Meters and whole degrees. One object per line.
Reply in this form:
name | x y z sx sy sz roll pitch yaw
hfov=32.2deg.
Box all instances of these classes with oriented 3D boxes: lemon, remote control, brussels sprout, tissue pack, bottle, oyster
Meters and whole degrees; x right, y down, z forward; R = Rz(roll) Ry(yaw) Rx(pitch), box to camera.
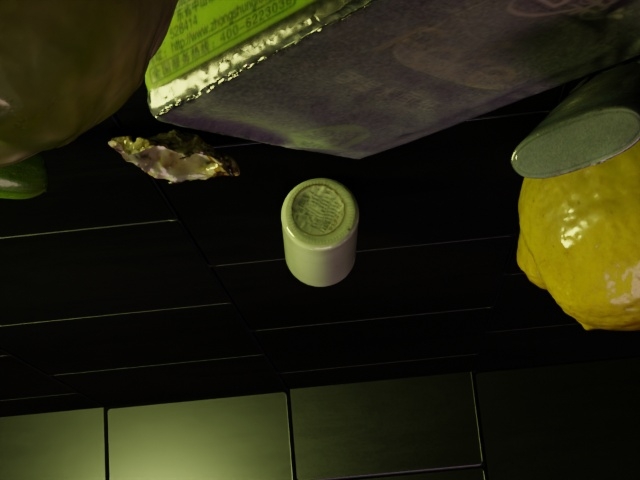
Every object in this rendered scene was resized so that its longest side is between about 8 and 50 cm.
lemon | 0.382 -0.040 1.268 0.285 0.285 0.316 7 127 -35
remote control | 0.266 -0.136 0.962 0.107 0.044 0.377 -14 -166 31
brussels sprout | -0.231 -0.171 0.669 0.227 0.259 0.294 -25 154 34
tissue pack | 0.082 -0.190 0.915 0.394 0.124 0.288 -20 162 39
bottle | 0.000 0.000 1.548 0.104 0.104 0.245 -5 162 -1
oyster | -0.158 -0.099 1.267 0.103 0.051 0.148 -5 158 43

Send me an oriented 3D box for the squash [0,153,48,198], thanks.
squash | -0.429 -0.091 1.167 0.293 0.082 0.082 4 161 -31
